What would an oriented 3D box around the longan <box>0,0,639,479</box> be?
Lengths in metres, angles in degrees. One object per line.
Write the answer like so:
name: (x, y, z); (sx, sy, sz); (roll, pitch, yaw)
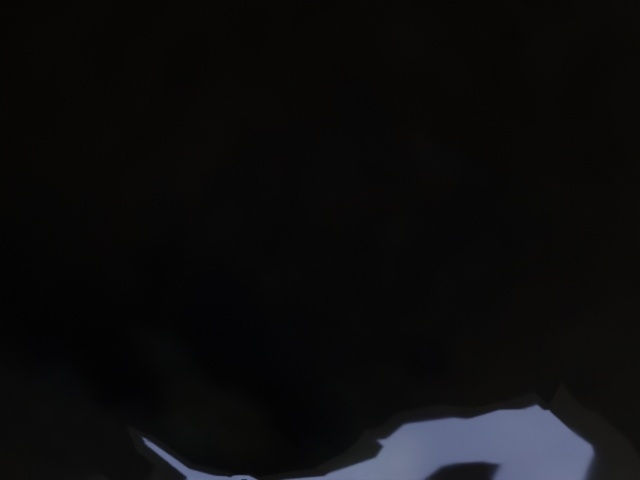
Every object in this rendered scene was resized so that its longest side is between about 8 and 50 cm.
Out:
longan: (0.000, 0.000, 0.547); (0.319, 0.319, 0.319); (-5, 177, 0)
